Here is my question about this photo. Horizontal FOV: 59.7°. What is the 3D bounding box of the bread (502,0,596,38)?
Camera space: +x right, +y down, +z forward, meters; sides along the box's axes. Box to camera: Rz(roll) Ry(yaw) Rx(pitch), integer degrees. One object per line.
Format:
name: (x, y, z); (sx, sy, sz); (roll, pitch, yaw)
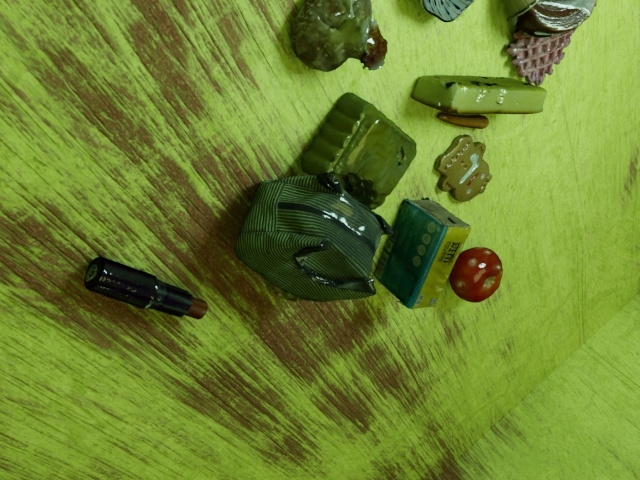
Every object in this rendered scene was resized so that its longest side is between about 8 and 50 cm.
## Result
bread: (0.564, -0.607, 1.363); (0.224, 0.142, 0.212); (-44, 99, -2)

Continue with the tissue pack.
tissue pack: (0.291, 0.035, 1.602); (0.134, 0.192, 0.271); (3, 118, -36)

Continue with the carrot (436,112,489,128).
carrot: (0.391, -0.329, 1.533); (0.190, 0.037, 0.037); (-4, 121, -33)

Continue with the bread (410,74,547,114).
bread: (0.417, -0.378, 1.445); (0.361, 0.138, 0.077); (-8, 122, -32)

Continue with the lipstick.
lipstick: (-0.379, 0.118, 1.248); (0.299, 0.081, 0.081); (31, 99, -43)

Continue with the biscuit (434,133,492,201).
biscuit: (0.428, -0.201, 1.649); (0.184, 0.035, 0.249); (-46, 135, -1)

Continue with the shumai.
shumai: (0.052, -0.430, 1.144); (0.209, 0.153, 0.161); (-38, 141, -13)

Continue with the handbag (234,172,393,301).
handbag: (0.000, 0.000, 1.300); (0.340, 0.240, 0.247); (38, 62, -40)

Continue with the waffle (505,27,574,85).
waffle: (0.604, -0.548, 1.524); (0.234, 0.055, 0.221); (25, 101, -41)

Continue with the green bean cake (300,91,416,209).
green bean cake: (0.100, -0.201, 1.348); (0.236, 0.124, 0.233); (26, 103, -44)

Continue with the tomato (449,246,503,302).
tomato: (0.513, 0.109, 1.852); (0.195, 0.136, 0.195); (-17, 125, -26)

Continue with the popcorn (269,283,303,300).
popcorn: (-0.081, 0.109, 1.460); (0.097, 0.089, 0.109); (-25, 129, -35)

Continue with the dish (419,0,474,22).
dish: (0.276, -0.592, 1.249); (0.190, 0.066, 0.191); (-19, 128, -27)
